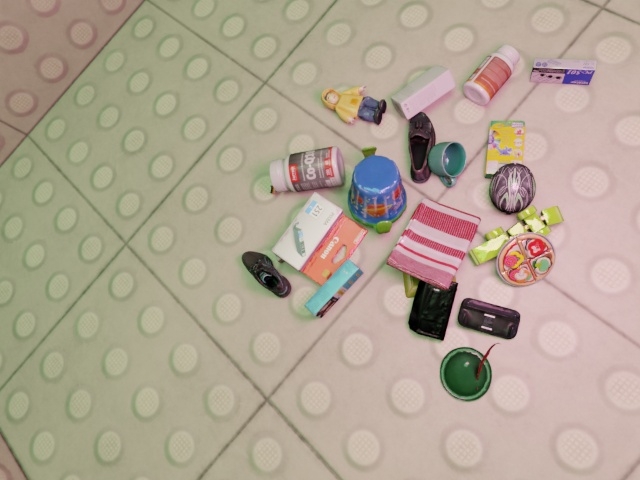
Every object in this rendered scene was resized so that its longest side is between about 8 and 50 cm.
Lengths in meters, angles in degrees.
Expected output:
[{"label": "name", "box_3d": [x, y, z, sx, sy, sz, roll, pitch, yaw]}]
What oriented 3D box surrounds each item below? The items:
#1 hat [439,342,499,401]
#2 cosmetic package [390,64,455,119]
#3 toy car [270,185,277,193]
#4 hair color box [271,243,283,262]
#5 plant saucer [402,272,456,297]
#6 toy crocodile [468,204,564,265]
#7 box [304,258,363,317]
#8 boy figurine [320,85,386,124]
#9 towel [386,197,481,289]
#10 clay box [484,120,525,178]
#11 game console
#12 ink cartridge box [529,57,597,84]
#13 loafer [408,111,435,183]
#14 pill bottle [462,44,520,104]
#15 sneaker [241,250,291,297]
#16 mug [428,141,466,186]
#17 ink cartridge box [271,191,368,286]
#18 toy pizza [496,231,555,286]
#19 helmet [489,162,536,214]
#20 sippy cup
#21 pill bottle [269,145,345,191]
[{"label": "hat", "box_3d": [0.479, 0.425, 1.504, 0.173, 0.183, 0.208, 9, 78, 20]}, {"label": "cosmetic package", "box_3d": [0.410, -0.597, 1.840, 0.231, 0.085, 0.117, -33, 34, 5]}, {"label": "toy car", "box_3d": [-0.194, -0.255, 1.972, 0.041, 0.060, 0.121, 3, 81, -15]}, {"label": "hair color box", "box_3d": [-0.123, 0.027, 1.876, 0.141, 0.043, 0.071, -30, 69, 6]}, {"label": "plant saucer", "box_3d": [0.396, 0.107, 1.693, 0.189, 0.045, 0.188, -9, 73, 15]}, {"label": "toy crocodile", "box_3d": [0.687, -0.020, 1.613, 0.341, 0.105, 0.115, -34, 80, 11]}, {"label": "box", "box_3d": [0.054, 0.184, 1.747, 0.244, 0.100, 0.060, -47, 68, 1]}, {"label": "boy figurine", "box_3d": [0.136, -0.584, 1.942, 0.285, 0.092, 0.177, 23, 86, 18]}, {"label": "towel", "box_3d": [0.415, 0.001, 1.668, 0.237, 0.037, 0.328, 24, 64, 21]}, {"label": "clay box", "box_3d": [0.694, -0.341, 1.721, 0.128, 0.053, 0.221, 6, 76, 19]}, {"label": "game console", "box_3d": [0.503, 0.264, 1.606, 0.362, 0.044, 0.213, 15, 93, 13]}, {"label": "ink cartridge box", "box_3d": [0.902, -0.631, 1.712, 0.207, 0.097, 0.046, 10, 79, 20]}, {"label": "loafer", "box_3d": [0.395, -0.379, 1.800, 0.109, 0.095, 0.302, -2, 75, 18]}, {"label": "pill bottle", "box_3d": [0.665, -0.643, 1.776, 0.121, 0.121, 0.216, 40, 90, 23]}, {"label": "sneaker", "box_3d": [-0.227, 0.123, 1.850, 0.267, 0.106, 0.101, 37, 89, 24]}, {"label": "mug", "box_3d": [0.468, -0.295, 1.738, 0.097, 0.130, 0.157, 17, 88, 57]}, {"label": "ink cartridge box", "box_3d": [0.000, 0.000, 1.801, 0.261, 0.066, 0.296, 34, 85, 11]}, {"label": "toy pizza", "box_3d": [0.700, 0.070, 1.554, 0.202, 0.032, 0.201, -1, 111, -1]}, {"label": "helmet", "box_3d": [0.679, -0.183, 1.622, 0.170, 0.161, 0.169, -5, 74, 16]}, {"label": "sippy cup", "box_3d": [0.210, -0.197, 1.718, 0.240, 0.224, 0.305, -42, 68, -10]}, {"label": "pill bottle", "box_3d": [-0.053, -0.285, 1.877, 0.284, 0.161, 0.161, -8, 73, 15]}]
